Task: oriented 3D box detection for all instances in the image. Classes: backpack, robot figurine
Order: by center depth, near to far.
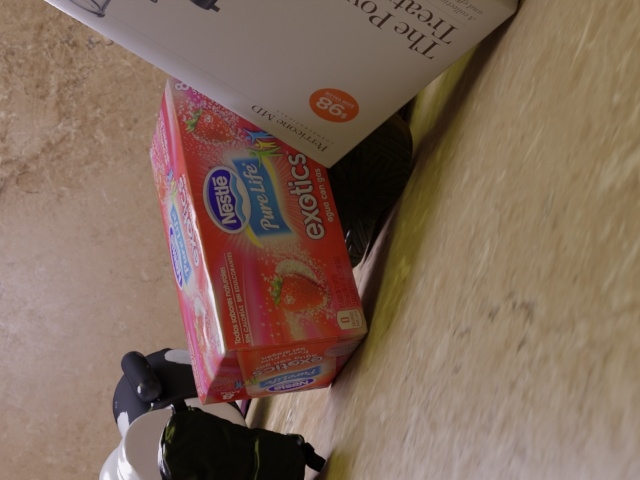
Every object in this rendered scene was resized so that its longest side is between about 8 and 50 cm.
[{"bbox_3d":[-0.087,0.242,1.220,0.182,0.152,0.115,96,-163,-55],"label":"backpack"},{"bbox_3d":[-0.207,0.267,1.899,0.173,0.209,0.278,-68,28,14],"label":"robot figurine"}]

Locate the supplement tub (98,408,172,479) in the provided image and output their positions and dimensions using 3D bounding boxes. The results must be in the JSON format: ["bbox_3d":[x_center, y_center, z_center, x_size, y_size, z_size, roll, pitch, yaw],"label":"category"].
[{"bbox_3d":[-0.207,0.372,1.683,0.191,0.191,0.272,-79,10,-59],"label":"supplement tub"}]

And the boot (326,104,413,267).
[{"bbox_3d":[0.055,-0.133,1.429,0.236,0.089,0.269,116,173,-48],"label":"boot"}]

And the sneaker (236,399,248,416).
[{"bbox_3d":[-0.214,0.314,2.179,0.114,0.152,0.305,118,172,-70],"label":"sneaker"}]

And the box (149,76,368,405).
[{"bbox_3d":[-0.070,-0.006,1.305,0.154,0.142,0.300,118,142,-60],"label":"box"}]

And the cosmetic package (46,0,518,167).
[{"bbox_3d":[-0.061,-0.244,1.103,0.284,0.377,0.097,-37,30,50],"label":"cosmetic package"}]
